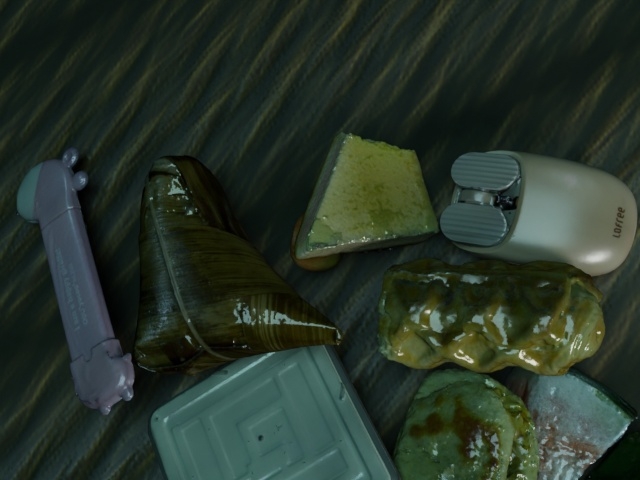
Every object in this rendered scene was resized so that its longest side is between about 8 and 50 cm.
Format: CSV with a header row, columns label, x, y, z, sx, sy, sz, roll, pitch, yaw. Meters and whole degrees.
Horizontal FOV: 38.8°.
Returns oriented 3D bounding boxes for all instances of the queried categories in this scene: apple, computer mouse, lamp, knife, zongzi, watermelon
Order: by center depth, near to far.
label,x,y,z,sx,sy,sz,roll,pitch,yaw
watermelon,0.253,0.260,1.089,0.154,0.094,0.241,32,89,21
lamp,-0.064,0.262,1.113,0.266,0.047,0.269,-33,56,5
computer mouse,0.272,-0.035,1.132,0.236,0.082,0.145,14,84,11
zongzi,-0.103,0.021,1.134,0.288,0.134,0.286,-10,78,31
apple,0.000,0.000,1.176,0.071,0.084,0.084,15,83,10
knife,-0.324,0.049,1.204,0.132,0.038,0.398,-35,59,21

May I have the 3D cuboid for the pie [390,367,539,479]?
label,x,y,z,sx,sy,sz,roll,pitch,yaw
pie,0.151,0.272,1.064,0.201,0.090,0.248,13,81,45

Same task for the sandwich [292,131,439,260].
label,x,y,z,sx,sy,sz,roll,pitch,yaw
sandwich,0.042,-0.065,1.145,0.193,0.058,0.162,-9,75,-28

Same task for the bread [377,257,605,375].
label,x,y,z,sx,sy,sz,roll,pitch,yaw
bread,0.199,0.088,1.078,0.268,0.130,0.152,1,49,21

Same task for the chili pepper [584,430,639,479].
label,x,y,z,sx,sy,sz,roll,pitch,yaw
chili pepper,0.341,0.337,1.034,0.264,0.116,0.148,-42,73,0
